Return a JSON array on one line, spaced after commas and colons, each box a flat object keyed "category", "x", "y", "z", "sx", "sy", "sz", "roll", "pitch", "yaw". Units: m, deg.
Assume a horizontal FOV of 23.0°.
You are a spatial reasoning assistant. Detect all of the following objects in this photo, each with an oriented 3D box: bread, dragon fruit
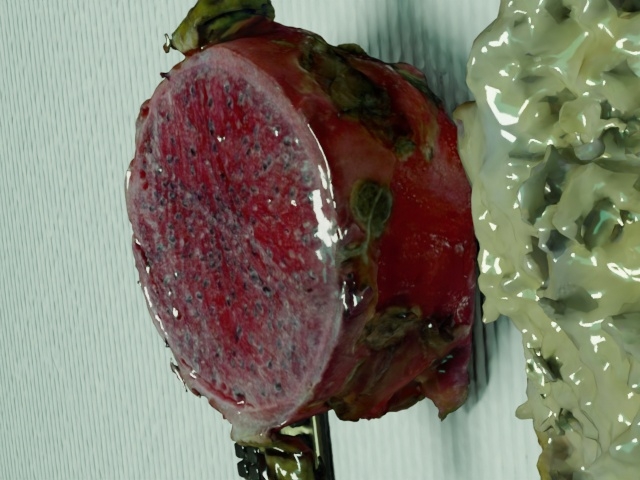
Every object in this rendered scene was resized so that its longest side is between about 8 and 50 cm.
[{"category": "bread", "x": 0.158, "y": 0.005, "z": 0.552, "sx": 0.274, "sy": 0.149, "sz": 0.274, "roll": 172, "pitch": 90, "yaw": -66}, {"category": "dragon fruit", "x": 0.000, "y": 0.000, "z": 0.853, "sx": 0.211, "sy": 0.147, "sz": 0.282, "roll": 1, "pitch": 103, "yaw": 51}]

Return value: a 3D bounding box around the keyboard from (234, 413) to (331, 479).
[{"category": "keyboard", "x": -0.020, "y": 0.216, "z": 1.050, "sx": 0.106, "sy": 0.027, "sz": 0.317, "roll": 4, "pitch": 103, "yaw": 59}]
